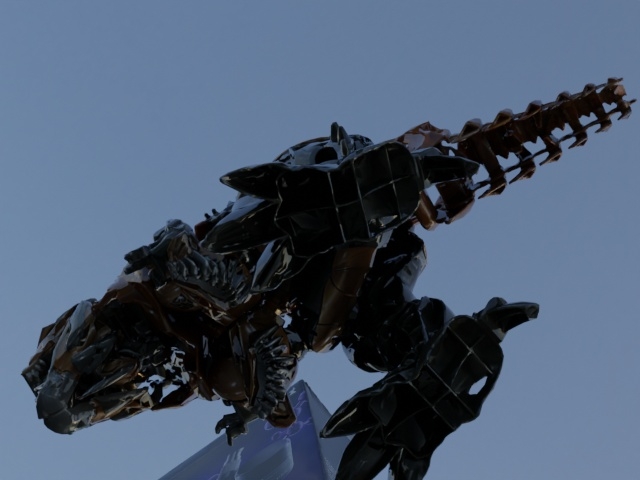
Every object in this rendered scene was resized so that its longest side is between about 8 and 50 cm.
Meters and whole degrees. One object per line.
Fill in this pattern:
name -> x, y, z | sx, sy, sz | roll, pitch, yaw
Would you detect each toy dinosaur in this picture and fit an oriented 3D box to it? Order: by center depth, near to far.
toy dinosaur -> 0.000, 0.000, 0.800 | 0.164, 0.218, 0.322 | 40, -88, -16

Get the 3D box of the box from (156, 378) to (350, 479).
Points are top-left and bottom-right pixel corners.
box -> -0.083, 0.262, 1.374 | 0.261, 0.184, 0.103 | -36, -70, 7
